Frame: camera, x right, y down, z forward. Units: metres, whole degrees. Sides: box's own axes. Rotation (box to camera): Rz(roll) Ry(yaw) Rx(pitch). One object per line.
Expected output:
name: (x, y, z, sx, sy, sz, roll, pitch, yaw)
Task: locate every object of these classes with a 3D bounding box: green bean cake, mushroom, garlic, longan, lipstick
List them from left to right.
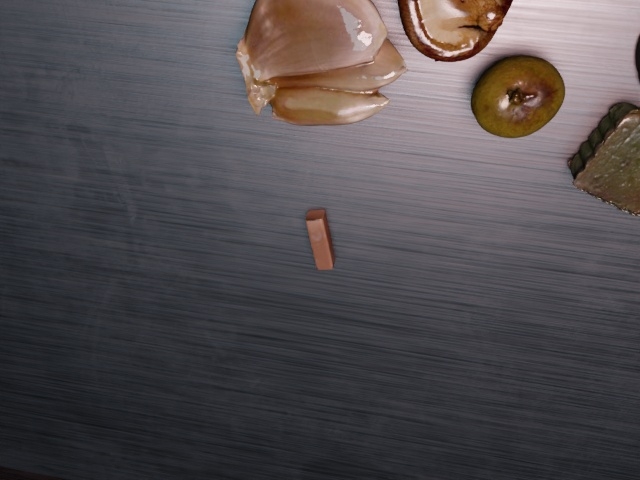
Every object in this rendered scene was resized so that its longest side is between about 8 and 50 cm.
garlic: (-0.006, -0.348, 1.025, 0.325, 0.132, 0.279, -6, 124, 19)
lipstick: (0.000, 0.000, 1.327, 0.045, 0.045, 0.145, -3, 125, 15)
mushroom: (0.227, -0.421, 0.936, 0.194, 0.138, 0.231, 35, 114, 3)
longan: (0.349, -0.253, 0.999, 0.145, 0.176, 0.155, 41, 109, 0)
green bean cake: (0.591, -0.156, 1.064, 0.173, 0.094, 0.181, 22, 127, -4)

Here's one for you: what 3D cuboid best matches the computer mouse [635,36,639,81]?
computer mouse: (0.676, -0.323, 0.925, 0.269, 0.100, 0.170, -19, 121, 23)
